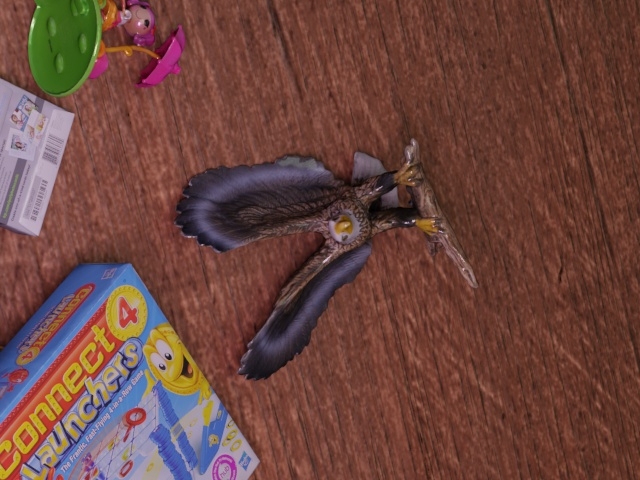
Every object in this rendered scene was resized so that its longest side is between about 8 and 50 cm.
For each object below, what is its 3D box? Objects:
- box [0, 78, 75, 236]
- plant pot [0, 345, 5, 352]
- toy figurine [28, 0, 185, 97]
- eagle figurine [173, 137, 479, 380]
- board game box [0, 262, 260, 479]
[{"bbox_3d":[-0.356,-0.100,1.761,0.186,0.038,0.145,25,75,-47],"label":"box"},{"bbox_3d":[-0.351,0.167,1.766,0.081,0.081,0.083,-32,110,-28],"label":"plant pot"},{"bbox_3d":[-0.226,-0.233,1.851,0.159,0.130,0.173,5,61,-44],"label":"toy figurine"},{"bbox_3d":[-0.002,-0.003,1.944,0.298,0.225,0.226,-25,58,0],"label":"eagle figurine"},{"bbox_3d":[-0.237,0.234,1.754,0.308,0.086,0.302,-53,126,-36],"label":"board game box"}]
